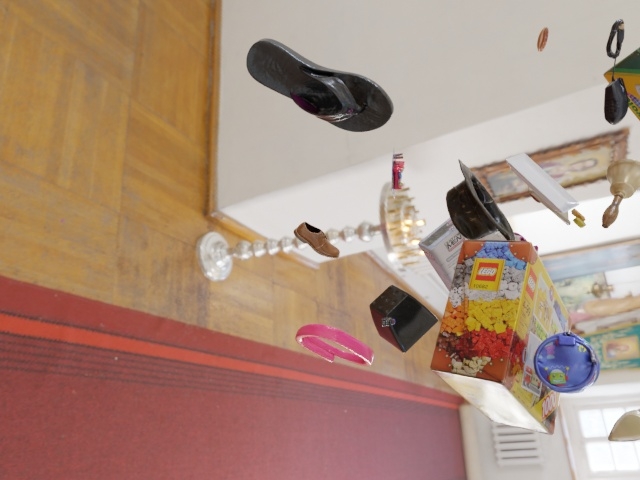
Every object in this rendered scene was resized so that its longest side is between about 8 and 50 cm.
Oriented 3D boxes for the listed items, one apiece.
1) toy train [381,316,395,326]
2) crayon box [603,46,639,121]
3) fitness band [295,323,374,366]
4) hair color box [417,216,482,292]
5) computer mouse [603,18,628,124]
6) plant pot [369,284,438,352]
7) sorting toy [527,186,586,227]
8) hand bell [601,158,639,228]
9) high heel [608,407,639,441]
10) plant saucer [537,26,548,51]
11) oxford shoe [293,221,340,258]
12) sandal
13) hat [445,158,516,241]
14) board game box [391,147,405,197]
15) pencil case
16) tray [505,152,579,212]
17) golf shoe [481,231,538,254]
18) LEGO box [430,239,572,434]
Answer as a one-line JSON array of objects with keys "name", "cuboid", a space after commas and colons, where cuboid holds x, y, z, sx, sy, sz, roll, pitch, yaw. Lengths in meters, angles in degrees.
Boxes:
[{"name": "toy train", "cuboid": [0.221, 0.264, 1.689, 0.158, 0.036, 0.027, 26, 65, -77]}, {"name": "crayon box", "cuboid": [0.844, -0.349, 1.267, 0.278, 0.081, 0.165, 53, 1, 4]}, {"name": "fitness band", "cuboid": [0.051, 0.357, 1.765, 0.291, 0.209, 0.054, 34, 58, -29]}, {"name": "hair color box", "cuboid": [0.552, 0.105, 1.978, 0.374, 0.185, 0.113, 53, -4, -21]}, {"name": "computer mouse", "cuboid": [0.703, -0.391, 1.222, 0.071, 0.041, 0.242, -26, 117, -27]}, {"name": "plant pot", "cuboid": [0.299, 0.284, 2.002, 0.167, 0.188, 0.187, 53, -11, -25]}, {"name": "sorting toy", "cuboid": [0.936, -0.142, 2.071, 0.307, 0.041, 0.229, 39, 34, -6]}, {"name": "hand bell", "cuboid": [0.890, -0.124, 1.559, 0.242, 0.126, 0.126, -50, 126, -29]}, {"name": "high heel", "cuboid": [1.082, 0.613, 1.750, 0.093, 0.261, 0.186, 60, 8, 33]}, {"name": "plant saucer", "cuboid": [0.799, -0.724, 1.873, 0.083, 0.013, 0.083, -32, 132, -43]}, {"name": "oxford shoe", "cuboid": [0.000, 0.000, 2.048, 0.212, 0.076, 0.076, 33, 33, -19]}, {"name": "sandal", "cuboid": [-0.014, -0.415, 1.468, 0.107, 0.446, 0.167, -63, 176, -48]}, {"name": "hat", "cuboid": [0.485, -0.091, 1.661, 0.331, 0.134, 0.331, 44, 25, -27]}, {"name": "board game box", "cuboid": [0.244, -0.205, 1.612, 0.168, 0.033, 0.133, 52, 41, -70]}, {"name": "pencil case", "cuboid": [0.567, 0.278, 1.184, 0.306, 0.119, 0.133, 26, 77, -58]}, {"name": "tray", "cuboid": [0.770, -0.198, 1.822, 0.145, 0.030, 0.270, -20, 62, -42]}, {"name": "golf shoe", "cuboid": [0.802, -0.003, 2.240, 0.115, 0.306, 0.140, -38, 154, -30]}, {"name": "LEGO box", "cuboid": [0.529, 0.281, 1.456, 0.500, 0.193, 0.372, 42, 60, -43]}]
